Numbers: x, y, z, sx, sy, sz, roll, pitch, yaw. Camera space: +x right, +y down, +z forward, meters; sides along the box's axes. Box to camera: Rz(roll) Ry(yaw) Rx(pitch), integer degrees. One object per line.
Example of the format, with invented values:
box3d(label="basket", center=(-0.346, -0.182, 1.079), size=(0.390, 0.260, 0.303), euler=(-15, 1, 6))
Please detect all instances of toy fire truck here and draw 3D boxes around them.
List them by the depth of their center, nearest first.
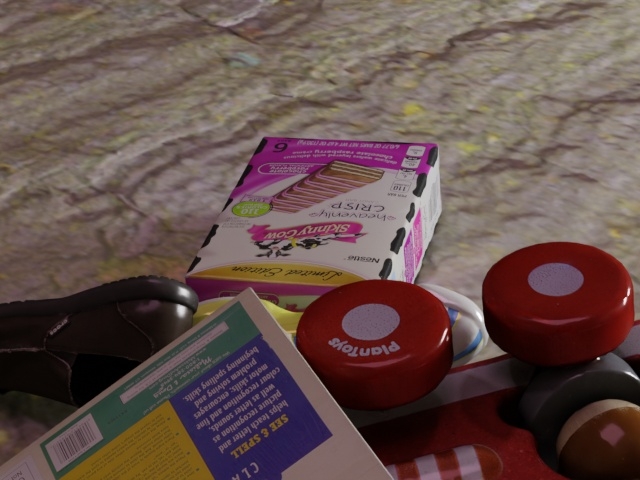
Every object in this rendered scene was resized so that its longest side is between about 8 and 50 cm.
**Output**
box3d(label="toy fire truck", center=(0.123, 0.146, 1.213), size=(0.302, 0.169, 0.254), euler=(-12, 36, -10))

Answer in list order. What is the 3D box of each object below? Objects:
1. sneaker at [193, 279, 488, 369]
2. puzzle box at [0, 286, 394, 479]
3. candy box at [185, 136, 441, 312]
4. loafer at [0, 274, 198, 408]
box3d(label="sneaker", center=(0.001, 0.102, 1.401), size=(0.240, 0.091, 0.126), euler=(-6, 42, 15))
box3d(label="puzzle box", center=(-0.144, 0.221, 1.091), size=(0.409, 0.052, 0.272), euler=(-36, 35, -2))
box3d(label="candy box", center=(0.000, 0.000, 1.569), size=(0.159, 0.071, 0.233), euler=(3, 32, 14))
box3d(label="loafer", center=(-0.190, 0.086, 1.421), size=(0.220, 0.080, 0.078), euler=(-17, 62, 30))
